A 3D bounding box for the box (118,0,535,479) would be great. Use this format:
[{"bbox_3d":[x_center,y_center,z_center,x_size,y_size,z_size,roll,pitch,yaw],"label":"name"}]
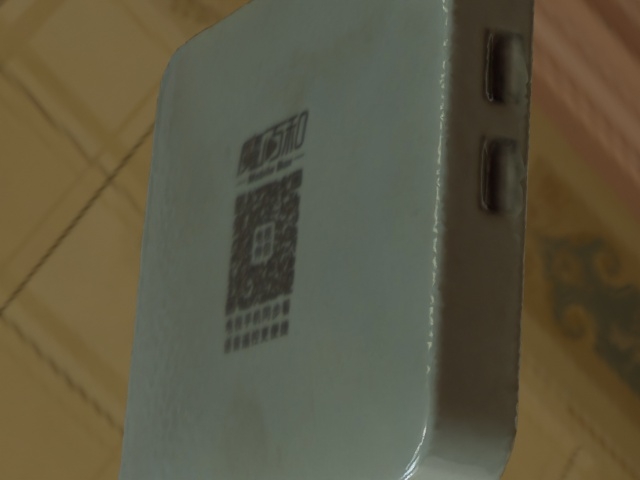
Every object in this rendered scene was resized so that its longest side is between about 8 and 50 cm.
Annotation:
[{"bbox_3d":[0.000,0.000,1.223,0.090,0.367,0.373,16,-111,-31],"label":"box"}]
